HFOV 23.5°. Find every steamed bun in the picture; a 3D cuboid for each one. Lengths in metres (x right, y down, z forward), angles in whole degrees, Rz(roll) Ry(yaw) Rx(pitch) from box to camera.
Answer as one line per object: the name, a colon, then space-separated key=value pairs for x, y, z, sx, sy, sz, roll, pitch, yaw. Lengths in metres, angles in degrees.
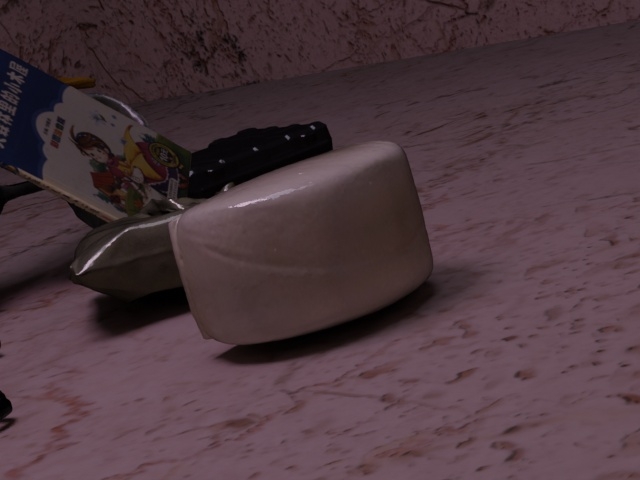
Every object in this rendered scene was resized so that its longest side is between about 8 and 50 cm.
steamed bun: x=0.000 y=0.000 z=1.381 sx=0.164 sy=0.146 sz=0.242 roll=-8 pitch=11 yaw=41

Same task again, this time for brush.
brush: x=-0.439 y=-0.185 z=1.971 sx=0.085 sy=0.020 sz=0.337 roll=7 pitch=15 yaw=43

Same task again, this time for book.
book: x=-0.306 y=-0.119 z=1.916 sx=0.018 sy=0.322 sz=0.228 roll=-51 pitch=22 yaw=28

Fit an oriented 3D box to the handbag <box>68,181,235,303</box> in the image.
handbag: x=-0.124 y=-0.004 z=1.670 sx=0.316 sy=0.109 sz=0.253 roll=-17 pitch=7 yaw=-13

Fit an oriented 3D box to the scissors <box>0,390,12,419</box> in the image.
scissors: x=-0.410 y=0.187 z=1.308 sx=0.300 sy=0.022 sz=0.109 roll=-18 pitch=8 yaw=-16

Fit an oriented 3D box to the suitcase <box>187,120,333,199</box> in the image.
suitcase: x=-0.142 y=-0.108 z=2.300 sx=0.286 sy=0.066 sz=0.206 roll=-24 pitch=15 yaw=-39

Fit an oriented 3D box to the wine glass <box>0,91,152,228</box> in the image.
wine glass: x=-0.406 y=-0.058 z=1.982 sx=0.267 sy=0.267 sz=0.406 roll=-6 pitch=9 yaw=36
